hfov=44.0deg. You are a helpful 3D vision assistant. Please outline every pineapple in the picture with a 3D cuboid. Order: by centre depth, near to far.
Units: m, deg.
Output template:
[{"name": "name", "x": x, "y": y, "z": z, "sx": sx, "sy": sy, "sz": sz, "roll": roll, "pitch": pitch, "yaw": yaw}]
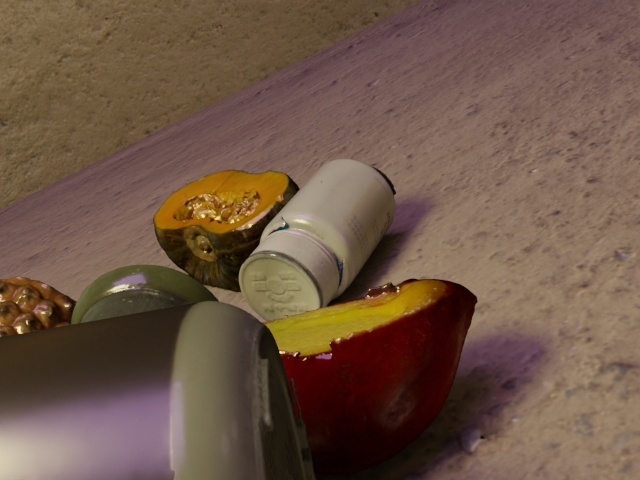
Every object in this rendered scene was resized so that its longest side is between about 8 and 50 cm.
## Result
[{"name": "pineapple", "x": -0.418, "y": 0.232, "z": 0.998, "sx": 0.222, "sy": 0.223, "sz": 0.357, "roll": -16, "pitch": 42, "yaw": 22}]

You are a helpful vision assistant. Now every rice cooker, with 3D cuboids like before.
[{"name": "rice cooker", "x": -0.166, "y": 0.219, "z": 0.532, "sx": 0.325, "sy": 0.335, "sz": 0.335, "roll": -10, "pitch": 23, "yaw": 1}]

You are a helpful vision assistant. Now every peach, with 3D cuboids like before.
[{"name": "peach", "x": 0.035, "y": 0.137, "z": 0.763, "sx": 0.267, "sy": 0.154, "sz": 0.159, "roll": -15, "pitch": 14, "yaw": 1}]

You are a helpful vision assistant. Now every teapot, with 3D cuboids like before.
[{"name": "teapot", "x": -0.229, "y": 0.210, "z": 0.863, "sx": 0.270, "sy": 0.200, "sz": 0.337, "roll": -49, "pitch": 17, "yaw": 19}]

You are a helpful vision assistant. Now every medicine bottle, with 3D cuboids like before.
[{"name": "medicine bottle", "x": 0.000, "y": 0.000, "z": 1.115, "sx": 0.143, "sy": 0.143, "sz": 0.258, "roll": -10, "pitch": 26, "yaw": 33}]

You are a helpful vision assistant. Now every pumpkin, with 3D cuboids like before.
[{"name": "pumpkin", "x": -0.128, "y": -0.033, "z": 1.330, "sx": 0.317, "sy": 0.139, "sz": 0.222, "roll": 2, "pitch": 37, "yaw": 50}]
